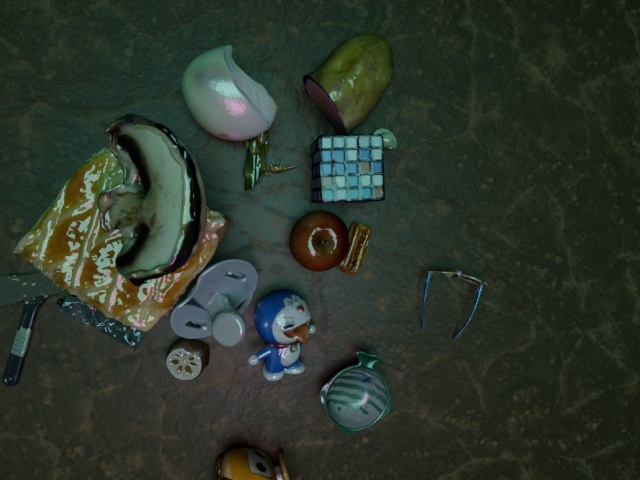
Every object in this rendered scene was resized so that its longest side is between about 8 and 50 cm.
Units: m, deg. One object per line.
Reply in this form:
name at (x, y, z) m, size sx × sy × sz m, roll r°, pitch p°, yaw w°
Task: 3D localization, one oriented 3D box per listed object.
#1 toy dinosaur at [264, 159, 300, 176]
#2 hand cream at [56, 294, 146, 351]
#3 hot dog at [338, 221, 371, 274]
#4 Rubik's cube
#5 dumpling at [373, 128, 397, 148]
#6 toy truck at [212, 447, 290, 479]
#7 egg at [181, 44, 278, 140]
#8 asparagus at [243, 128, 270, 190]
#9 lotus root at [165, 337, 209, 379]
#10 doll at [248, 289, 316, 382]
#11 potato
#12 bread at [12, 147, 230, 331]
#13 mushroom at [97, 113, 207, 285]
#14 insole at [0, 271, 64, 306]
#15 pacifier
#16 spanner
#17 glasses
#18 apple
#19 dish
toy dinosaur at (-0.119, -0.221, 1.300) m, size 0.113 × 0.026 × 0.041 m, roll -18°, pitch 102°, yaw 1°
hand cream at (-0.611, 0.222, 1.225) m, size 0.247 × 0.052 × 0.075 m, roll 29°, pitch 88°, yaw -9°
hot dog at (0.105, 0.027, 1.338) m, size 0.071 × 0.045 × 0.165 m, roll 19°, pitch 89°, yaw -11°
Rubik's cube at (0.071, -0.198, 1.254) m, size 0.182 × 0.187 × 0.184 m, roll -3°, pitch 95°, yaw -10°
dumpling at (0.200, -0.314, 1.344) m, size 0.077 × 0.043 × 0.060 m, roll 14°, pitch 73°, yaw 6°
toy truck at (-0.181, 0.726, 1.239) m, size 0.211 × 0.204 × 0.288 m, roll -15°, pitch 94°, yaw -11°
egg at (-0.271, -0.393, 1.167) m, size 0.206 × 0.162 × 0.271 m, roll -38°, pitch 76°, yaw 7°
asparagus at (-0.181, -0.286, 1.264) m, size 0.080 × 0.080 × 0.287 m, roll 0°, pitch 97°, yaw -9°
lotus root at (-0.382, 0.343, 1.260) m, size 0.122 × 0.081 × 0.112 m, roll 28°, pitch 95°, yaw -9°
doll at (-0.108, 0.272, 1.258) m, size 0.215 × 0.161 × 0.257 m, roll -14°, pitch 107°, yaw -36°
potato at (0.102, -0.458, 1.237) m, size 0.266 × 0.229 × 0.229 m, roll -41°, pitch 98°, yaw -2°
bread at (-0.472, -0.004, 1.129) m, size 0.371 × 0.279 × 0.390 m, roll 39°, pitch 87°, yaw -7°
mushroom at (-0.358, -0.085, 0.946) m, size 0.247 × 0.130 × 0.345 m, roll -12°, pitch 89°, yaw 15°
insole at (-0.811, 0.129, 1.193) m, size 0.247 × 0.011 × 0.081 m, roll -10°, pitch 88°, yaw -1°
pacifier at (-0.255, 0.190, 1.181) m, size 0.279 × 0.207 × 0.227 m, roll -51°, pitch 138°, yaw 9°
spanner at (-0.819, 0.247, 1.210) m, size 0.087 × 0.024 × 0.316 m, roll 17°, pitch 91°, yaw -8°
glasses at (0.399, 0.190, 1.398) m, size 0.189 × 0.088 × 0.221 m, roll 13°, pitch 110°, yaw -10°
apple at (0.000, 0.000, 1.260) m, size 0.180 × 0.168 × 0.181 m, roll 1°, pitch 87°, yaw -13°
dish at (0.107, 0.452, 1.338) m, size 0.224 × 0.078 × 0.246 m, roll 17°, pitch 90°, yaw -10°
